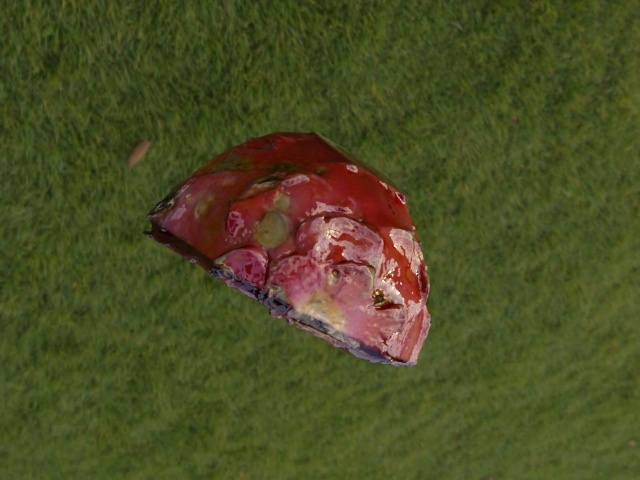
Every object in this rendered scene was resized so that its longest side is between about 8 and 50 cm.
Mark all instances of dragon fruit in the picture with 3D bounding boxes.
[{"bbox_3d":[0.000,0.000,0.655,0.261,0.189,0.163,23,157,-31],"label":"dragon fruit"}]
